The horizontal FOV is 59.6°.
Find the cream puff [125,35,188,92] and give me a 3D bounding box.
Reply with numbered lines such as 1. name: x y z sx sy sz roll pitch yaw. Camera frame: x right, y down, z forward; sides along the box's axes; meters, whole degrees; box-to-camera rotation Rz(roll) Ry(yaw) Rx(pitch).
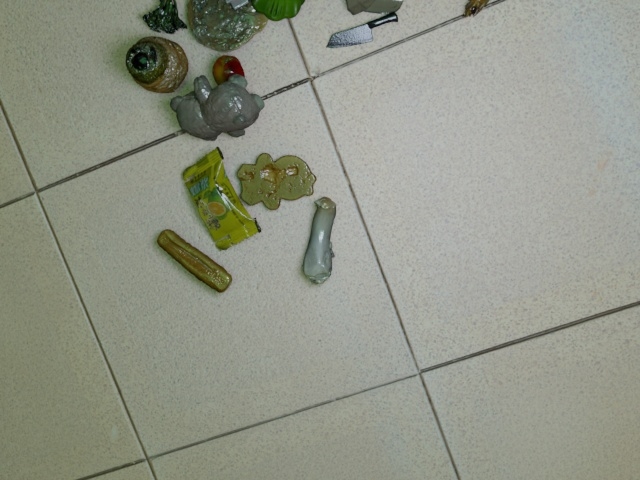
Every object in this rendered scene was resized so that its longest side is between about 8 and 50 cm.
1. cream puff: -0.513 -0.547 1.705 0.184 0.169 0.183 1 96 7

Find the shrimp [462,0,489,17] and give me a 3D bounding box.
1. shrimp: 0.459 -0.759 1.624 0.133 0.053 0.236 28 96 1

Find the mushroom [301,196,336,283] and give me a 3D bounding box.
1. mushroom: 0.000 0.001 1.750 0.099 0.096 0.277 8 94 4

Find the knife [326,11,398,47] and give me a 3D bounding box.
1. knife: 0.125 -0.628 1.695 0.231 0.028 0.060 -15 111 11

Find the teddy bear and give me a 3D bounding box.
1. teddy bear: -0.310 -0.393 1.690 0.267 0.236 0.151 -4 53 37

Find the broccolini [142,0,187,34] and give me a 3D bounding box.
1. broccolini: -0.516 -0.771 1.733 0.123 0.062 0.271 -19 100 -6

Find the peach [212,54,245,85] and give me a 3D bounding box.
1. peach: -0.283 -0.513 1.723 0.101 0.101 0.100 1 97 7

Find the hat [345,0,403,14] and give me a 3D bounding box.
1. hat: 0.165 -0.743 1.644 0.175 0.085 0.147 9 98 6

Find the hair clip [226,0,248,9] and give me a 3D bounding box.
1. hair clip: -0.293 -0.798 1.658 0.159 0.071 0.218 -20 83 2

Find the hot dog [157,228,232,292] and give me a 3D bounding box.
1. hot dog: -0.409 0.064 1.820 0.286 0.061 0.088 42 96 2

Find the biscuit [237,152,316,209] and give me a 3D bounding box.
1. biscuit: -0.138 -0.191 1.771 0.249 0.035 0.184 -10 96 7

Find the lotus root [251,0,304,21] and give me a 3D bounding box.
1. lotus root: -0.115 -0.749 1.615 0.186 0.186 0.186 1 97 7

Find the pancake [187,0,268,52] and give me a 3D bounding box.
1. pancake: -0.287 -0.721 1.715 0.283 0.049 0.282 0 92 6

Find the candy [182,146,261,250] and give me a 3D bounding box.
1. candy: -0.321 -0.125 1.772 0.187 0.081 0.297 -25 92 27
